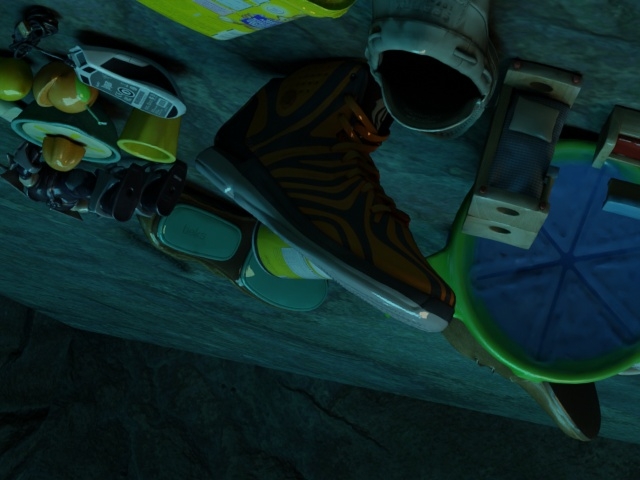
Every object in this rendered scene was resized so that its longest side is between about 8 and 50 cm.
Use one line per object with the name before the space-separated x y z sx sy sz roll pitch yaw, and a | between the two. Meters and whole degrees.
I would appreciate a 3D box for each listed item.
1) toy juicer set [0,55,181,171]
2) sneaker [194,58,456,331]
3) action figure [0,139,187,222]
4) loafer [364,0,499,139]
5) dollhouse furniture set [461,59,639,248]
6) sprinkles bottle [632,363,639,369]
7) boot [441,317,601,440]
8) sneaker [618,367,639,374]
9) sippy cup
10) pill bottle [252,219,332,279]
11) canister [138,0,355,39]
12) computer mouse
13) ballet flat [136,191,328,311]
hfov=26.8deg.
toy juicer set | -0.328 -0.139 1.584 0.209 0.089 0.329 25 165 -38
sneaker | 0.033 -0.062 1.232 0.321 0.180 0.124 38 180 31
action figure | -0.317 -0.078 1.834 0.285 0.099 0.185 8 174 42
loafer | 0.083 -0.136 1.061 0.112 0.111 0.319 13 167 11
dollhouse furniture set | 0.233 -0.059 1.180 0.184 0.129 0.129 15 167 5
sprinkles bottle | 0.460 0.125 1.735 0.355 0.121 0.121 20 166 -22
boot | 0.249 0.138 1.740 0.115 0.112 0.305 -33 95 34
sneaker | 0.333 0.109 1.819 0.321 0.126 0.127 10 174 -22
sippy cup | 0.226 0.020 1.369 0.306 0.240 0.224 25 178 -5
pill bottle | 0.000 0.000 1.771 0.103 0.103 0.184 24 164 -36
canister | -0.063 -0.208 1.014 0.126 0.073 0.170 23 167 -31
computer mouse | -0.223 -0.183 1.388 0.193 0.042 0.106 24 161 -13
ballet flat | -0.136 0.006 1.980 0.342 0.116 0.124 23 -175 -38
